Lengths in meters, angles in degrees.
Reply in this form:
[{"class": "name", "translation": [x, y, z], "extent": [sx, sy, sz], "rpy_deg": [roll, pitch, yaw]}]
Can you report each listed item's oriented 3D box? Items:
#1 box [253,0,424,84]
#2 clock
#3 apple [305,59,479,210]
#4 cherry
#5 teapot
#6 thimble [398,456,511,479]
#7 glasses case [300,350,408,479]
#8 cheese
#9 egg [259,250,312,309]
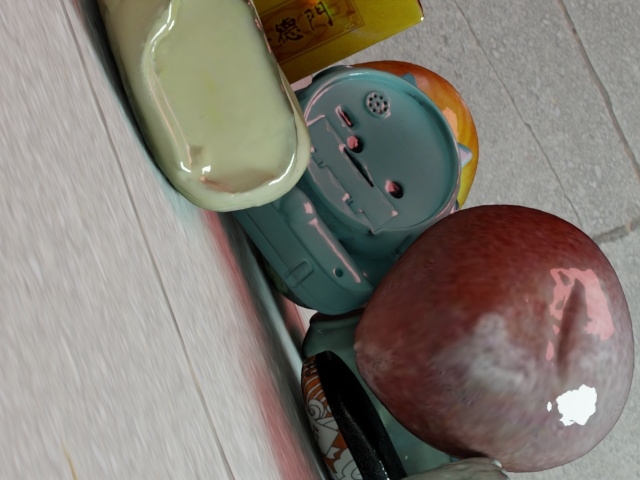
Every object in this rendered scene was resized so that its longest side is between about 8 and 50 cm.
[{"class": "box", "translation": [-0.046, -0.291, 1.670], "extent": [0.115, 0.264, 0.415], "rpy_deg": [60, 9, -24]}, {"class": "clock", "translation": [0.039, -0.075, 1.537], "extent": [0.223, 0.274, 0.094], "rpy_deg": [52, -30, 2]}, {"class": "apple", "translation": [0.075, -0.112, 2.082], "extent": [0.233, 0.286, 0.286], "rpy_deg": [49, -10, 44]}, {"class": "cherry", "translation": [0.167, 0.090, 1.442], "extent": [0.308, 0.221, 0.261], "rpy_deg": [2, 71, -35]}, {"class": "teapot", "translation": [0.097, 0.169, 1.634], "extent": [0.171, 0.203, 0.225], "rpy_deg": [-25, 100, -48]}, {"class": "thimble", "translation": [0.112, 0.305, 1.314], "extent": [0.250, 0.172, 0.204], "rpy_deg": [-102, 173, -51]}, {"class": "glasses case", "translation": [0.047, 0.229, 1.488], "extent": [0.103, 0.067, 0.266], "rpy_deg": [-103, 168, -70]}, {"class": "cheese", "translation": [-0.101, -0.153, 1.299], "extent": [0.233, 0.127, 0.266], "rpy_deg": [-109, 177, -64]}, {"class": "egg", "translation": [0.000, 0.000, 1.627], "extent": [0.181, 0.141, 0.141], "rpy_deg": [-93, 162, -48]}]
